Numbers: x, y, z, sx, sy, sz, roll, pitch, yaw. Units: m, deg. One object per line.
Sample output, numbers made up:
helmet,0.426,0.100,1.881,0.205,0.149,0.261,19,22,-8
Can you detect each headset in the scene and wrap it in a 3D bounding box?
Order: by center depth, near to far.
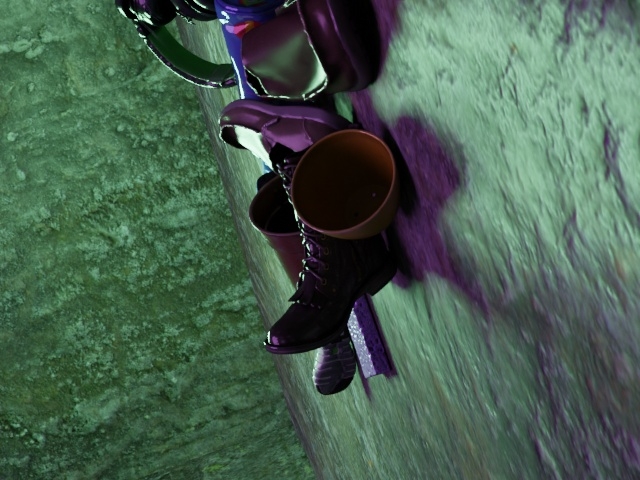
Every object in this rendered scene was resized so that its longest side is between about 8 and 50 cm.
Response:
headset,-0.241,-0.398,1.733,0.243,0.185,0.394,4,133,37

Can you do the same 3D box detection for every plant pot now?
plant pot,0.045,-0.054,1.332,0.095,0.134,0.134,42,-159,-57
plant pot,0.000,0.000,1.594,0.167,0.167,0.165,-120,7,-54

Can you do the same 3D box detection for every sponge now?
sponge,0.063,0.128,1.851,0.117,0.031,0.210,125,127,-80

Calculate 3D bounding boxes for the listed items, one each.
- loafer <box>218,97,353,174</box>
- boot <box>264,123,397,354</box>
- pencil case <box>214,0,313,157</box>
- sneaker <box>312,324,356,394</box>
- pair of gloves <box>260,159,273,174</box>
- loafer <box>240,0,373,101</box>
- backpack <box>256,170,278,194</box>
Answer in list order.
loafer,-0.063,-0.140,1.530,0.094,0.087,0.251,30,166,-39
boot,-0.011,-0.005,1.410,0.091,0.263,0.229,6,127,41
pencil case,-0.075,-0.261,1.619,0.306,0.119,0.133,80,179,-46
sneaker,0.016,0.188,2.154,0.132,0.086,0.228,-110,17,-48
pair of gloves,-0.141,-0.233,2.433,0.159,0.023,0.198,-118,13,-49
loafer,-0.028,-0.223,1.360,0.366,0.130,0.133,155,97,-82
backpack,-0.065,-0.078,1.994,0.114,0.105,0.084,-111,8,-56
